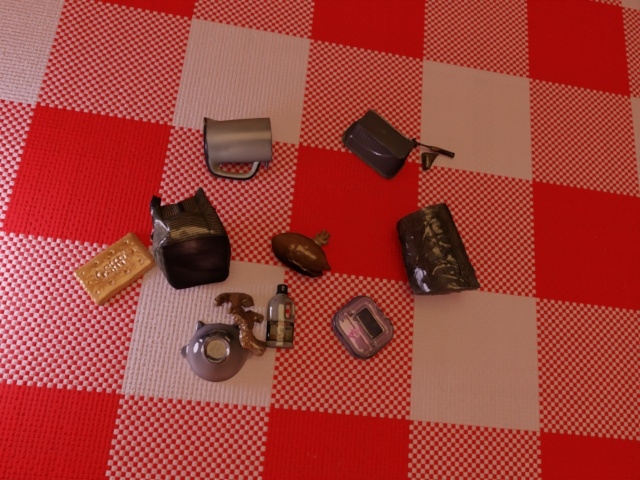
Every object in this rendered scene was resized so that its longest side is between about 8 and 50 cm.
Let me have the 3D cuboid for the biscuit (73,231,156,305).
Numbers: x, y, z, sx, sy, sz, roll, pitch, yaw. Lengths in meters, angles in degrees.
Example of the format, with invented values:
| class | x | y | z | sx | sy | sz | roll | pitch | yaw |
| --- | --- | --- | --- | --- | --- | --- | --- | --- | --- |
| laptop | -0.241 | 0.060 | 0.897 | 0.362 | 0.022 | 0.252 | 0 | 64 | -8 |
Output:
| class | x | y | z | sx | sy | sz | roll | pitch | yaw |
| --- | --- | --- | --- | --- | --- | --- | --- | --- | --- |
| biscuit | -0.717 | 0.096 | 1.841 | 0.249 | 0.030 | 0.160 | -38 | 83 | -17 |

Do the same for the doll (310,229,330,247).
| class | x | y | z | sx | sy | sz | roll | pitch | yaw |
| --- | --- | --- | --- | --- | --- | --- | --- | --- | --- |
| doll | 0.002 | -0.005 | 1.977 | 0.061 | 0.051 | 0.093 | 39 | 71 | 10 |

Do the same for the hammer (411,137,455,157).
| class | x | y | z | sx | sy | sz | roll | pitch | yaw |
| --- | --- | --- | --- | --- | --- | --- | --- | --- | --- |
| hammer | 0.461 | -0.380 | 2.164 | 0.200 | 0.021 | 0.078 | 15 | 31 | -13 |

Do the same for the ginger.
| class | x | y | z | sx | sy | sz | roll | pitch | yaw |
| --- | --- | --- | --- | --- | --- | --- | --- | --- | --- |
| ginger | -0.253 | 0.277 | 1.827 | 0.259 | 0.065 | 0.149 | 51 | 44 | 9 |

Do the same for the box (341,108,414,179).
| class | x | y | z | sx | sy | sz | roll | pitch | yaw |
| --- | --- | --- | --- | --- | --- | --- | --- | --- | --- |
| box | 0.228 | -0.387 | 2.058 | 0.274 | 0.178 | 0.138 | 39 | 72 | 2 |

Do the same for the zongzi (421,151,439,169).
| class | x | y | z | sx | sy | sz | roll | pitch | yaw |
| --- | --- | --- | --- | --- | --- | --- | --- | --- | --- |
| zongzi | 0.455 | -0.322 | 2.155 | 0.083 | 0.040 | 0.076 | 2 | 80 | -27 |

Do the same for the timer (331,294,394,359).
| class | x | y | z | sx | sy | sz | roll | pitch | yaw |
| --- | --- | --- | --- | --- | --- | --- | --- | --- | --- |
| timer | 0.155 | 0.313 | 1.903 | 0.190 | 0.069 | 0.209 | -36 | 82 | -20 |

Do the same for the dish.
| class | x | y | z | sx | sy | sz | roll | pitch | yaw |
| --- | --- | --- | --- | --- | --- | --- | --- | --- | --- |
| dish | -0.357 | 0.365 | 1.794 | 0.236 | 0.086 | 0.228 | -21 | 78 | -15 |

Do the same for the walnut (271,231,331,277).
| class | x | y | z | sx | sy | sz | roll | pitch | yaw |
| --- | --- | --- | --- | --- | --- | --- | --- | --- | --- |
| walnut | -0.070 | 0.050 | 1.907 | 0.245 | 0.137 | 0.137 | 30 | 72 | 9 |

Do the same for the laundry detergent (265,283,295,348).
| class | x | y | z | sx | sy | sz | roll | pitch | yaw |
| --- | --- | --- | --- | --- | --- | --- | --- | --- | --- |
| laundry detergent | -0.140 | 0.267 | 1.867 | 0.099 | 0.070 | 0.226 | 3 | 73 | 0 |

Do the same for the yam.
| class | x | y | z | sx | sy | sz | roll | pitch | yaw |
| --- | --- | --- | --- | --- | --- | --- | --- | --- | --- |
| yam | 0.423 | 0.047 | 1.941 | 0.240 | 0.241 | 0.349 | -11 | 72 | -12 |

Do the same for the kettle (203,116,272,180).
| class | x | y | z | sx | sy | sz | roll | pitch | yaw |
| --- | --- | --- | --- | --- | --- | --- | --- | --- | --- |
| kettle | -0.308 | -0.345 | 1.977 | 0.255 | 0.165 | 0.241 | -5 | 103 | -10 |

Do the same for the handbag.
| class | x | y | z | sx | sy | sz | roll | pitch | yaw |
| --- | --- | --- | --- | --- | --- | --- | --- | --- | --- |
| handbag | -0.443 | -0.008 | 1.777 | 0.247 | 0.341 | 0.240 | -13 | 59 | -15 |
